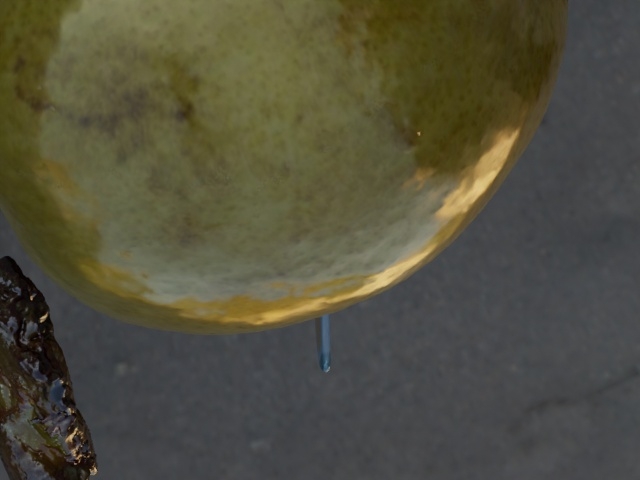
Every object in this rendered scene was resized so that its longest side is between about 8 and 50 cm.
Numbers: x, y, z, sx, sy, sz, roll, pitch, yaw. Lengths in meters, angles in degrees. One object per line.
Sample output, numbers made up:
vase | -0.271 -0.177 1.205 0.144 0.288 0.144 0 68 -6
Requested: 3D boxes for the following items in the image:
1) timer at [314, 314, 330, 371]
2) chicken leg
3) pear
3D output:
timer | -0.017 -0.009 1.708 0.175 0.255 0.175 10 124 16
chicken leg | -0.096 0.075 0.642 0.037 0.062 0.145 -18 106 -20
pear | -0.040 -0.105 0.894 0.314 0.314 0.314 -11 137 -10
